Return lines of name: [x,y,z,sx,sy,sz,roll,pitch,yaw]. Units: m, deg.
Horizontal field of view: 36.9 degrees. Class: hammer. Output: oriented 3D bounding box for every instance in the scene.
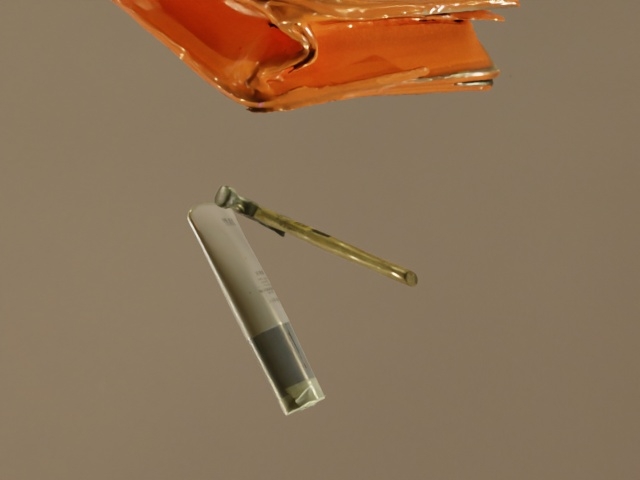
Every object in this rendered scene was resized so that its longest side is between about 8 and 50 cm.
hammer: [0.000,0.000,0.692,0.182,0.062,0.017,24,-92,41]

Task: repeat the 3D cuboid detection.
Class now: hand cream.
hand cream: [-0.072,0.069,1.060,0.048,0.079,0.255,-34,-104,23]

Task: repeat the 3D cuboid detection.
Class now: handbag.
handbag: [-0.038,-0.264,0.971,0.410,0.303,0.116,41,-47,42]
